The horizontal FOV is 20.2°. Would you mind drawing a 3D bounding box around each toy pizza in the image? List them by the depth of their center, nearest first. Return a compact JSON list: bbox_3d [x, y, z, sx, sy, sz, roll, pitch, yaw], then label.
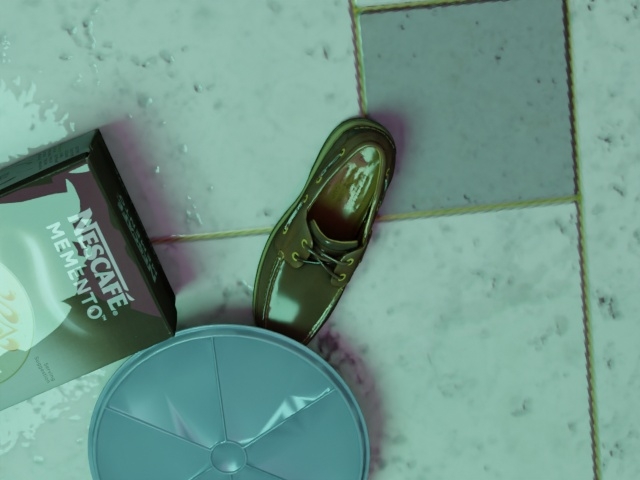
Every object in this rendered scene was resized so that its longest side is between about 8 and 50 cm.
[{"bbox_3d":[-0.065,0.148,1.282,0.201,0.032,0.201,1,111,1],"label":"toy pizza"}]

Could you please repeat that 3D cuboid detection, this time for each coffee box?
[{"bbox_3d":[-0.238,0.040,1.226,0.246,0.098,0.141,-24,104,3],"label":"coffee box"}]

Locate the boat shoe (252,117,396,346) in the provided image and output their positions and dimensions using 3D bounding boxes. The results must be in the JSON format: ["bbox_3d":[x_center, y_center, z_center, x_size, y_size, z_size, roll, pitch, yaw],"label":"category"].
[{"bbox_3d":[0.001,0.000,1.250,0.064,0.060,0.178,23,99,-7],"label":"boat shoe"}]
